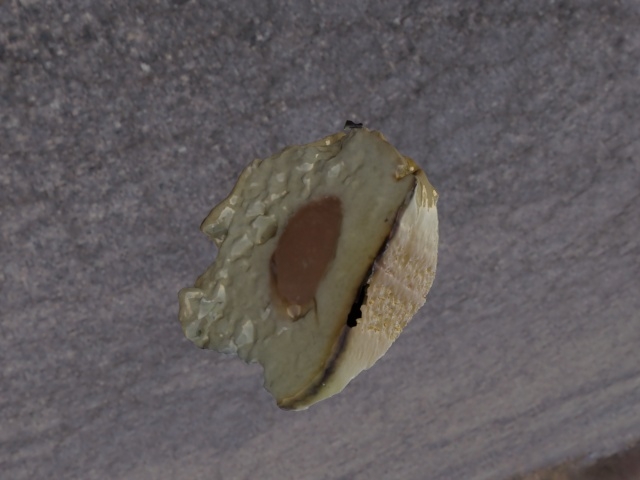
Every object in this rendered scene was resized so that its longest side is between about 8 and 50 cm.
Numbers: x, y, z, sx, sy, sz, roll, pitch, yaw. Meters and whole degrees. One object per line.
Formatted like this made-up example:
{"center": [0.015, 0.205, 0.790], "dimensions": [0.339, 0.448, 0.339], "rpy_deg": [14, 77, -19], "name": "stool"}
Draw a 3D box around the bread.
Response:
{"center": [-0.006, -0.001, 0.864], "dimensions": [0.224, 0.184, 0.211], "rpy_deg": [-33, 139, -46], "name": "bread"}
